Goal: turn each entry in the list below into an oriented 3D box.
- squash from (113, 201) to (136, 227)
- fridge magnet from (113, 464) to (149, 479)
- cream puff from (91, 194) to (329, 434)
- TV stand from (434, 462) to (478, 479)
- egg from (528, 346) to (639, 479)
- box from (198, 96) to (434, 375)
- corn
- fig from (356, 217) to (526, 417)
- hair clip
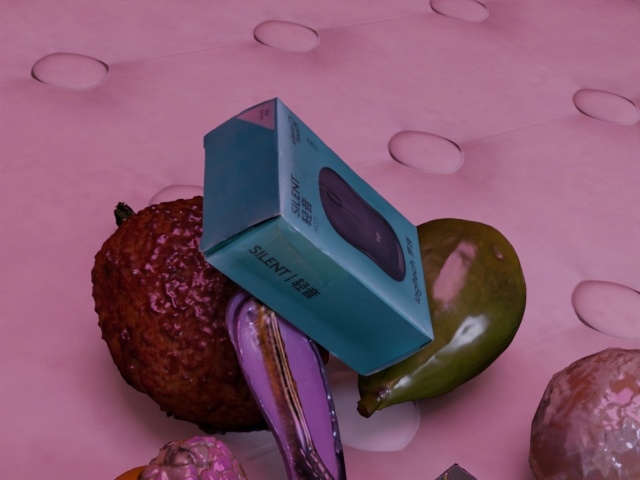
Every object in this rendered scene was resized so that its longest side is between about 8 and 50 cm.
[{"bbox_3d":[-0.261,0.053,1.531,0.080,0.071,0.318,18,35,-24],"label":"squash"},{"bbox_3d":[-0.186,0.317,1.202,0.143,0.063,0.143,5,38,-4],"label":"fridge magnet"},{"bbox_3d":[-0.131,0.073,1.363,0.351,0.228,0.350,17,40,-15],"label":"cream puff"},{"bbox_3d":[0.223,0.379,1.195,0.270,0.088,0.083,35,45,30],"label":"TV stand"},{"bbox_3d":[0.371,0.242,1.326,0.245,0.203,0.203,-29,51,-27],"label":"egg"},{"bbox_3d":[0.000,0.000,1.270,0.311,0.118,0.205,40,30,-36],"label":"box"},{"bbox_3d":[-0.083,0.356,1.083,0.127,0.126,0.335,-16,61,-31],"label":"corn"},{"bbox_3d":[0.128,0.100,1.437,0.314,0.233,0.233,-19,45,-28],"label":"fig"},{"bbox_3d":[-0.020,0.216,1.216,0.110,0.095,0.358,-17,78,-15],"label":"hair clip"}]
